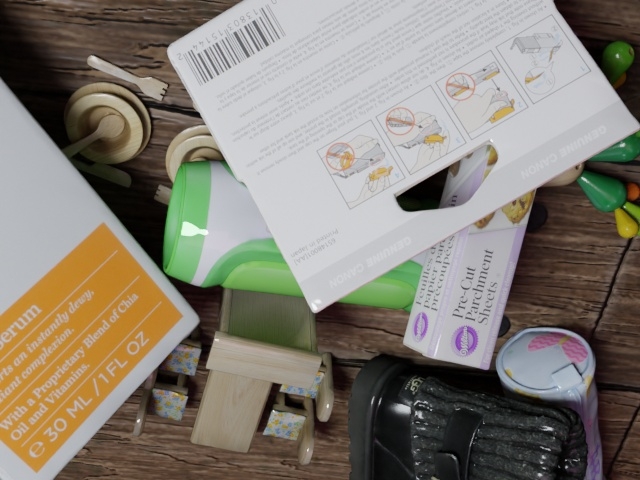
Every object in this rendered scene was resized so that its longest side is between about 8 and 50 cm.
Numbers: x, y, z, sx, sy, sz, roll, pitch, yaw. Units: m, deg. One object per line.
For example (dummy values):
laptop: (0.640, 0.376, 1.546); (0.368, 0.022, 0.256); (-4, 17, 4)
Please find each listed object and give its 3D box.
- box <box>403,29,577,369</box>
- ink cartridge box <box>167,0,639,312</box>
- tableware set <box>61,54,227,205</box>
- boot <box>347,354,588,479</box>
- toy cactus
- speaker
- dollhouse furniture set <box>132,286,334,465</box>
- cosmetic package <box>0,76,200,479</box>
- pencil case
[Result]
box: (0.156, -0.046, 0.679); (0.067, 0.063, 0.324); (16, 89, -21)
ink cartridge box: (0.061, -0.122, 0.613); (0.296, 0.066, 0.261); (-29, 81, 4)
tableware set: (-0.166, -0.092, 0.740); (0.194, 0.039, 0.128); (20, 117, -14)
boot: (0.169, 0.312, 0.866); (0.260, 0.131, 0.348); (13, 126, 32)
toy cactus: (0.286, -0.082, 0.740); (0.180, 0.112, 0.219); (-14, 129, 17)
speaker: (0.000, 0.000, 0.732); (0.297, 0.131, 0.131); (9, 120, -18)
dollhouse furniture set: (-0.087, 0.162, 0.821); (0.212, 0.161, 0.242); (13, 119, -10)
cosmetic package: (-0.342, -0.015, 0.637); (0.161, 0.230, 0.453); (-1, 131, 51)
pencil case: (0.293, 0.238, 0.906); (0.113, 0.124, 0.273); (-15, 119, 6)
